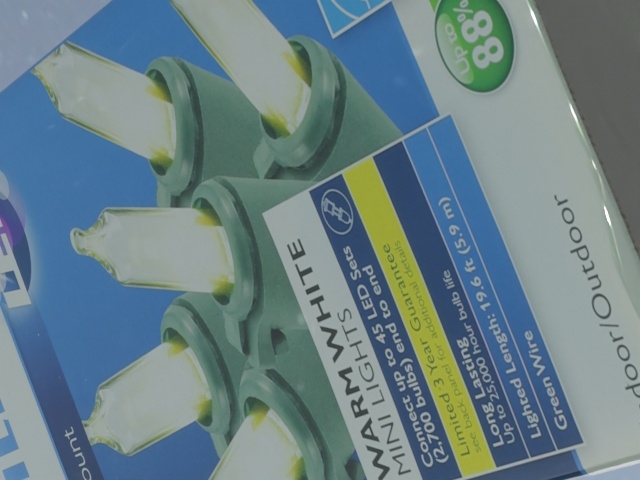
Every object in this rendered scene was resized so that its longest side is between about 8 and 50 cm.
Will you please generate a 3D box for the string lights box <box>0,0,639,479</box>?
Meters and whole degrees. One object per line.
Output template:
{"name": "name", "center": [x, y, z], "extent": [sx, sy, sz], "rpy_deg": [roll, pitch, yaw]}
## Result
{"name": "string lights box", "center": [0.000, 0.000, 0.442], "extent": [0.077, 0.133, 0.260], "rpy_deg": [-18, -5, -37]}
